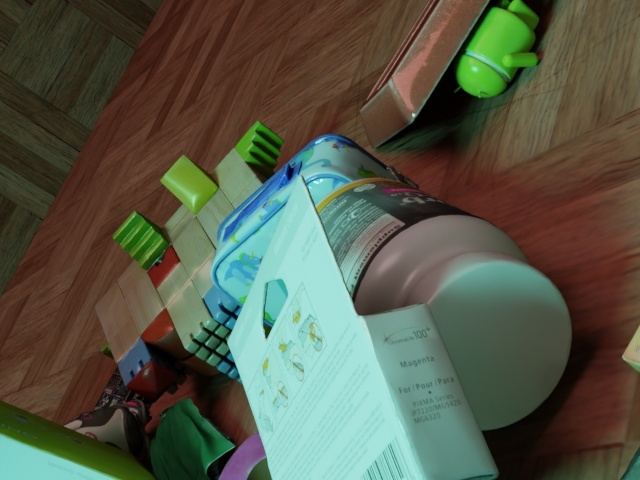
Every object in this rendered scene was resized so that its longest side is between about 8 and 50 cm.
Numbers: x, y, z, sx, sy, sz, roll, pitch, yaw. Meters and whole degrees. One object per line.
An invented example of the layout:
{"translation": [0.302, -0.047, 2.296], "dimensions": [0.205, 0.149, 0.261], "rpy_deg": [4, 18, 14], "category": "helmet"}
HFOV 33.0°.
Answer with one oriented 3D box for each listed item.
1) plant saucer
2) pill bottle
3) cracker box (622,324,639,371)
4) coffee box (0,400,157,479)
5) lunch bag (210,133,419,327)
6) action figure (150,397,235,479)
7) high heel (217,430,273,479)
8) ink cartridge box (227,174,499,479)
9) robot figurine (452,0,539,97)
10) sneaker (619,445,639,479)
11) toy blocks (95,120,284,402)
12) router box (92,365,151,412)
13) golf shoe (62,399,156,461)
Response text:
{"translation": [0.132, -0.239, 1.271], "dimensions": [0.259, 0.047, 0.258], "rpy_deg": [-59, 5, -5], "category": "plant saucer"}
{"translation": [0.085, 0.047, 0.912], "dimensions": [0.162, 0.162, 0.278], "rpy_deg": [-55, 22, 1], "category": "pill bottle"}
{"translation": [0.303, 0.002, 0.647], "dimensions": [0.232, 0.067, 0.155], "rpy_deg": [-58, 22, -7], "category": "cracker box"}
{"translation": [-0.385, 0.340, 1.134], "dimensions": [0.334, 0.337, 0.338], "rpy_deg": [-67, 14, -9], "category": "coffee box"}
{"translation": [0.000, 0.000, 1.130], "dimensions": [0.219, 0.176, 0.090], "rpy_deg": [-42, 26, 33], "category": "lunch bag"}
{"translation": [-0.150, 0.246, 1.245], "dimensions": [0.137, 0.063, 0.232], "rpy_deg": [-56, 26, 4], "category": "action figure"}
{"translation": [-0.018, 0.224, 0.989], "dimensions": [0.244, 0.082, 0.117], "rpy_deg": [-33, 24, 23], "category": "high heel"}
{"translation": [0.014, 0.119, 0.819], "dimensions": [0.275, 0.060, 0.239], "rpy_deg": [117, 139, -55], "category": "ink cartridge box"}
{"translation": [0.188, -0.206, 1.176], "dimensions": [0.115, 0.067, 0.101], "rpy_deg": [-58, 32, -5], "category": "robot figurine"}
{"translation": [0.193, 0.197, 0.601], "dimensions": [0.106, 0.078, 0.234], "rpy_deg": [104, -178, -83], "category": "sneaker"}
{"translation": [-0.132, 0.065, 1.352], "dimensions": [0.381, 0.190, 0.261], "rpy_deg": [-48, 35, 7], "category": "toy blocks"}
{"translation": [-0.285, 0.231, 1.576], "dimensions": [0.092, 0.038, 0.122], "rpy_deg": [-61, 22, -15], "category": "router box"}
{"translation": [-0.333, 0.281, 1.464], "dimensions": [0.273, 0.120, 0.105], "rpy_deg": [-35, 68, 45], "category": "golf shoe"}
